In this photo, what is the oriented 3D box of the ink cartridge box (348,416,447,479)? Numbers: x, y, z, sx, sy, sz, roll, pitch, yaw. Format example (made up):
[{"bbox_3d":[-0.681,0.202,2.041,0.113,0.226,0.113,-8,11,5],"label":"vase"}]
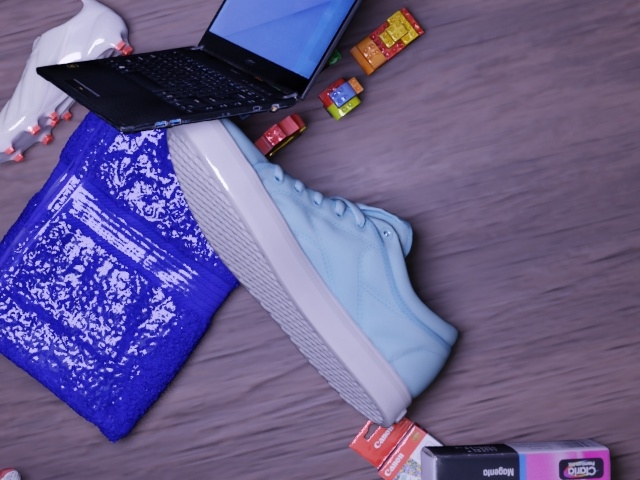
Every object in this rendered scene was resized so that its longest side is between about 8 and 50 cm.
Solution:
[{"bbox_3d":[0.091,0.217,1.466,0.115,0.029,0.063,37,92,2],"label":"ink cartridge box"}]

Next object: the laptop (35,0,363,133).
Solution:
[{"bbox_3d":[-0.105,-0.206,1.358,0.264,0.234,0.137,-11,113,-25],"label":"laptop"}]

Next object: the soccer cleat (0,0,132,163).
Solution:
[{"bbox_3d":[-0.273,-0.158,1.477,0.076,0.068,0.196,43,86,8],"label":"soccer cleat"}]

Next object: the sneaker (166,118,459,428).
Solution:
[{"bbox_3d":[0.000,0.000,1.405,0.150,0.135,0.366,-44,113,-20],"label":"sneaker"}]

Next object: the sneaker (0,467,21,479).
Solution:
[{"bbox_3d":[-0.287,0.337,1.480,0.092,0.088,0.225,-13,90,-16],"label":"sneaker"}]

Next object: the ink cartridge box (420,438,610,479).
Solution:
[{"bbox_3d":[0.190,0.381,1.428,0.175,0.069,0.371,-2,93,-9],"label":"ink cartridge box"}]

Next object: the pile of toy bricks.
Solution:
[{"bbox_3d":[-0.007,-0.174,1.425,0.212,0.105,0.118,-39,88,-2],"label":"pile of toy bricks"}]

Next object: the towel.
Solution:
[{"bbox_3d":[-0.199,0.017,1.464,0.227,0.076,0.308,36,93,4],"label":"towel"}]
